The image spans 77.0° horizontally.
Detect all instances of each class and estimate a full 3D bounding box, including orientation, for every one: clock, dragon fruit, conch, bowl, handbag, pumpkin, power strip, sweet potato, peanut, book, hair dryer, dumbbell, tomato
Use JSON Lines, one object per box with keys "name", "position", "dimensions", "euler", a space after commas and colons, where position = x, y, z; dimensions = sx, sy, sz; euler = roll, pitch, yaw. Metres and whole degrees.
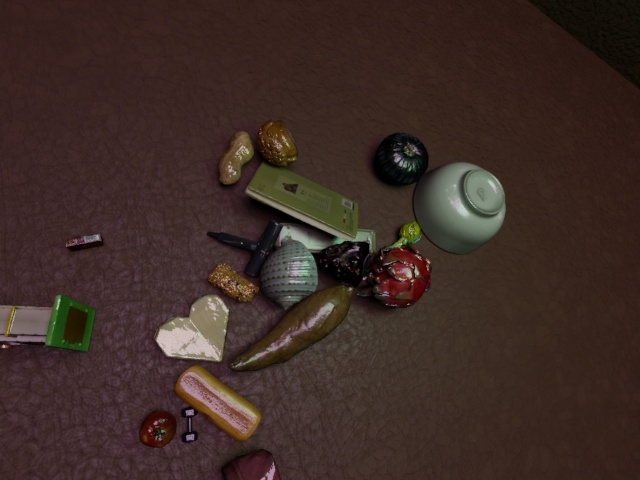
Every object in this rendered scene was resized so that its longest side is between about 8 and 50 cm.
{"name": "clock", "position": [-0.683, 0.185, 0.900], "dimensions": [0.255, 0.220, 0.106], "euler": [5, 71, -11]}
{"name": "dragon fruit", "position": [0.237, 0.120, 1.270], "dimensions": [0.274, 0.192, 0.193], "euler": [-27, 63, -26]}
{"name": "conch", "position": [-0.106, 0.097, 1.152], "dimensions": [0.131, 0.172, 0.199], "euler": [-18, 92, -35]}
{"name": "bowl", "position": [0.535, -0.143, 1.463], "dimensions": [0.354, 0.185, 0.353], "euler": [6, 71, -19]}
{"name": "handbag", "position": [-0.157, 0.642, 0.982], "dimensions": [0.135, 0.146, 0.225], "euler": [-15, 81, -27]}
{"name": "pumpkin", "position": [0.296, -0.295, 1.449], "dimensions": [0.202, 0.140, 0.201], "euler": [8, 68, -20]}
{"name": "power strip", "position": [0.000, 0.000, 1.291], "dimensions": [0.388, 0.066, 0.092], "euler": [4, 78, -21]}
{"name": "sweet potato", "position": [-0.070, 0.257, 1.149], "dimensions": [0.423, 0.130, 0.130], "euler": [-30, 85, -24]}
{"name": "peanut", "position": [-0.264, -0.257, 1.262], "dimensions": [0.089, 0.089, 0.192], "euler": [25, 71, -12]}
{"name": "book", "position": [-0.043, -0.132, 1.263], "dimensions": [0.352, 0.035, 0.239], "euler": [24, 33, -8]}
{"name": "hair dryer", "position": [-0.232, -0.013, 1.192], "dimensions": [0.195, 0.050, 0.173], "euler": [29, 92, 2]}
{"name": "dumbbell", "position": [-0.335, 0.471, 1.030], "dimensions": [0.036, 0.040, 0.083], "euler": [-9, 74, 9]}
{"name": "tomato", "position": [-0.399, 0.462, 0.990], "dimensions": [0.087, 0.075, 0.087], "euler": [3, 85, -29]}

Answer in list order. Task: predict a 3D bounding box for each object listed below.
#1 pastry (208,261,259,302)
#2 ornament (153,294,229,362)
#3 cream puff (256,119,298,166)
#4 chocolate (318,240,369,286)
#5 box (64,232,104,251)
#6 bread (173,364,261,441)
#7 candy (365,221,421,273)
{"name": "pastry", "position": [-0.251, 0.126, 1.162], "dimensions": [0.140, 0.056, 0.080], "euler": [39, 57, 2]}
{"name": "ornament", "position": [-0.325, 0.260, 1.093], "dimensions": [0.201, 0.059, 0.180], "euler": [-36, 89, -23]}
{"name": "cream puff", "position": [-0.143, -0.308, 1.291], "dimensions": [0.115, 0.165, 0.150], "euler": [-28, 110, 5]}
{"name": "chocolate", "position": [0.061, 0.060, 1.216], "dimensions": [0.133, 0.156, 0.156], "euler": [12, 69, -7]}
{"name": "box", "position": [-0.622, 0.005, 1.063], "dimensions": [0.082, 0.051, 0.023], "euler": [-13, 77, -24]}
{"name": "bread", "position": [-0.268, 0.420, 1.050], "dimensions": [0.239, 0.074, 0.092], "euler": [39, 76, -4]}
{"name": "candy", "position": [0.249, 0.028, 1.377], "dimensions": [0.262, 0.073, 0.077], "euler": [-39, 113, -19]}
